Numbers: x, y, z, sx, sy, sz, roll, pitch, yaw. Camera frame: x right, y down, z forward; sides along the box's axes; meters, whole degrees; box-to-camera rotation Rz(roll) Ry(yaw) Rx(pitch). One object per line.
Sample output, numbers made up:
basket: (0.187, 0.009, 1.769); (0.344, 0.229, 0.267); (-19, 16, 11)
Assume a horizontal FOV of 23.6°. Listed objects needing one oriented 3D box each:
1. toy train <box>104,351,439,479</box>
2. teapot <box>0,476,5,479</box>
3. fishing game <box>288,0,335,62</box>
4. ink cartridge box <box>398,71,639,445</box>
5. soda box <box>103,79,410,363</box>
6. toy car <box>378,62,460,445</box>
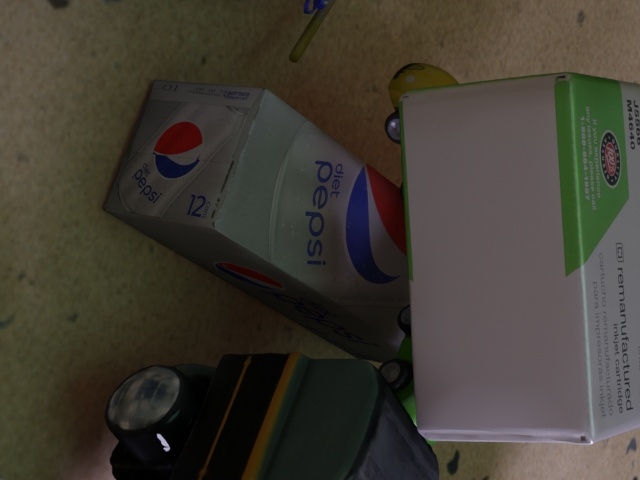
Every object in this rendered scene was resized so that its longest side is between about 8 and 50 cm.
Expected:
toy train: (0.002, 0.194, 0.938); (0.334, 0.190, 0.142); (59, 41, -38)
teapot: (-0.128, 0.254, 0.768); (0.256, 0.187, 0.253); (23, 56, -45)
fishing game: (0.021, -0.236, 0.907); (0.189, 0.041, 0.264); (-62, 165, -49)
ink cartridge box: (0.169, 0.008, 0.935); (0.273, 0.114, 0.198); (-3, 89, -55)
soda box: (0.000, 0.000, 0.986); (0.286, 0.098, 0.091); (33, 72, -47)
toy car: (0.097, 0.031, 0.977); (0.239, 0.053, 0.225); (49, 49, -39)
